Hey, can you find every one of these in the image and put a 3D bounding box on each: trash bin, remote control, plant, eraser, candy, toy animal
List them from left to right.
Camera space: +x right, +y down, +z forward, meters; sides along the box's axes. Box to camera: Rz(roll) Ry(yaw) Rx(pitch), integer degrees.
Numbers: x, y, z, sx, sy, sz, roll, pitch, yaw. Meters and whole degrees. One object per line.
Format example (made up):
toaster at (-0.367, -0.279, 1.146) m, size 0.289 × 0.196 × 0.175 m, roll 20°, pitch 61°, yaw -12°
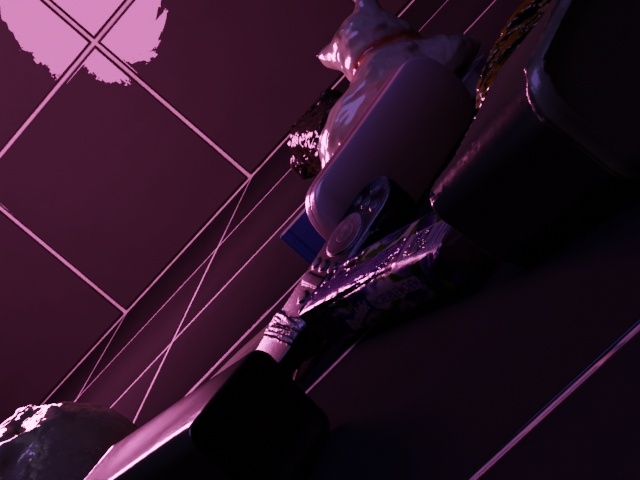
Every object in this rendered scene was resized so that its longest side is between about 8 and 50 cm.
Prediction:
trash bin at (-0.124, 0.225, 1.325) m, size 0.240 × 0.122 × 0.164 m, roll -39°, pitch 6°, yaw 39°
eraser at (0.000, 0.000, 1.800) m, size 0.063 × 0.084 × 0.027 m, roll -48°, pitch 8°, yaw -1°
plant at (0.023, -0.148, 2.157) m, size 0.142 × 0.131 × 0.203 m, roll -51°, pitch 18°, yaw -2°
remote control at (0.019, 0.051, 1.593) m, size 0.266 × 0.066 × 0.090 m, roll -55°, pitch 18°, yaw -8°
toy animal at (0.053, -0.180, 1.954) m, size 0.308 × 0.188 × 0.266 m, roll -51°, pitch 6°, yaw 21°
candy at (0.078, 0.030, 1.381) m, size 0.088 × 0.061 × 0.312 m, roll -52°, pitch 10°, yaw -26°
eraser at (0.188, -0.197, 1.906) m, size 0.105 × 0.026 × 0.065 m, roll -53°, pitch 7°, yaw -21°

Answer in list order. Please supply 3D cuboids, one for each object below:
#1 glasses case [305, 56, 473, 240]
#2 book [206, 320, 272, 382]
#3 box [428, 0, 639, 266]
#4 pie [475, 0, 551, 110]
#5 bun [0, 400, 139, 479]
glasses case at (0.086, -0.105, 1.731) m, size 0.297 × 0.113 × 0.075 m, roll -54°, pitch 9°, yaw -31°
book at (-0.100, 0.179, 1.736) m, size 0.215 × 0.025 × 0.283 m, roll -44°, pitch 9°, yaw 20°
box at (0.205, -0.120, 1.185) m, size 0.178 × 0.138 × 0.274 m, roll -46°, pitch 8°, yaw 46°
pie at (0.276, -0.229, 1.467) m, size 0.296 × 0.078 × 0.371 m, roll -54°, pitch 11°, yaw -19°
bun at (-0.356, 0.337, 1.696) m, size 0.365 × 0.219 × 0.365 m, roll -51°, pitch 7°, yaw 9°
